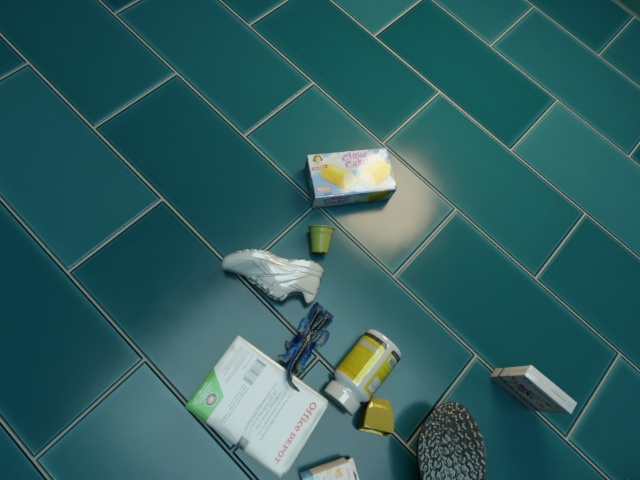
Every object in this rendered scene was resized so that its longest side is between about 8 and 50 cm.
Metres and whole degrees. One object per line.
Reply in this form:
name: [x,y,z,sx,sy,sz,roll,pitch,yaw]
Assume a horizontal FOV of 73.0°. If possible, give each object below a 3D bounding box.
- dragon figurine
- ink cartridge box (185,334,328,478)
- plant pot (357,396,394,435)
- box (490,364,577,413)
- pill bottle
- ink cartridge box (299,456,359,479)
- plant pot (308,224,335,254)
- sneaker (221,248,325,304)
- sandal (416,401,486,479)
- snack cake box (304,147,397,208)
dragon figurine: [-0.035,0.260,1.130,0.085,0.289,0.144,34,105,1]
ink cartridge box: [-0.157,0.417,1.103,0.289,0.121,0.211,35,69,6]
plant pot: [0.150,0.466,1.153,0.081,0.081,0.083,14,60,-3]
box: [0.570,0.403,1.174,0.145,0.186,0.038,41,70,7]
pill bottle: [0.112,0.354,1.166,0.119,0.119,0.208,41,70,8]
ink cartridge box: [0.030,0.609,1.078,0.143,0.090,0.092,-14,73,-12]
plant pot: [0.000,0.000,1.306,0.083,0.083,0.079,5,83,-6]
sneaker: [-0.139,0.102,1.232,0.296,0.111,0.130,11,75,-3]
sandal: [0.316,0.627,1.040,0.167,0.107,0.446,1,65,-2]
snack cake box: [0.093,-0.199,1.378,0.264,0.089,0.152,-8,72,-11]
